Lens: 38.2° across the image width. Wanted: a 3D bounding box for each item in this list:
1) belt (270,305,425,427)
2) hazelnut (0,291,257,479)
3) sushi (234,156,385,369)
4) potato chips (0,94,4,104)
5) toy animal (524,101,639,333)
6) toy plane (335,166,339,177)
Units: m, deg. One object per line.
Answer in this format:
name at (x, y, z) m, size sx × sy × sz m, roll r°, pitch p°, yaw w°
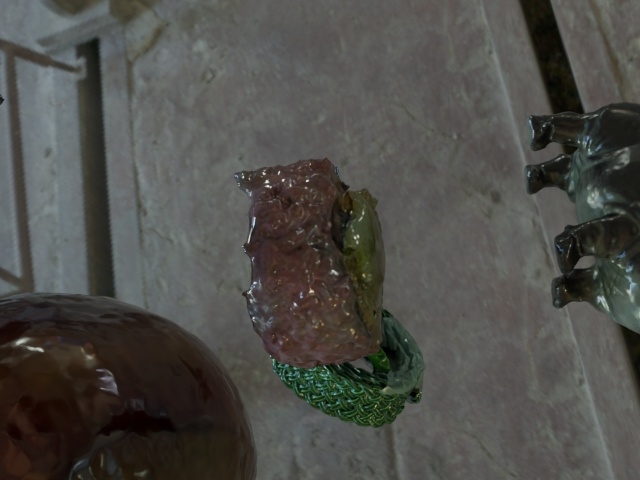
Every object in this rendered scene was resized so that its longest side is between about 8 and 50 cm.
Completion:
belt at (0.030, 0.100, 0.859) m, size 0.151 × 0.121 × 0.079 m, roll 38°, pitch 130°, yaw 20°
hazelnut at (-0.267, 0.227, 1.035) m, size 0.353 × 0.421 × 0.421 m, roll -46°, pitch 57°, yaw 30°
sushi at (0.004, 0.032, 0.781) m, size 0.107 × 0.241 × 0.161 m, roll -8°, pitch 71°, yaw 9°
potato chips at (-0.494, -0.240, 1.115) m, size 0.167 × 0.228 × 0.059 m, roll 18°, pitch 58°, yaw 22°
toy animal at (0.277, 0.023, 0.753) m, size 0.168 × 0.106 × 0.343 m, roll -17°, pitch 51°, yaw -5°
toy plane at (-0.001, 0.001, 1.089) m, size 0.053 × 0.078 × 0.197 m, roll -48°, pitch 47°, yaw 53°
